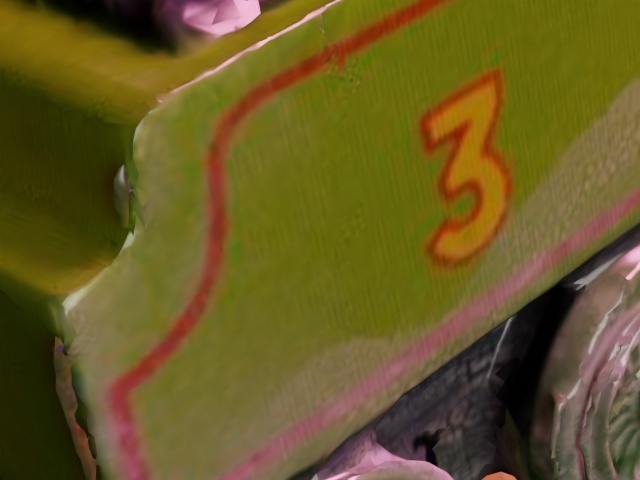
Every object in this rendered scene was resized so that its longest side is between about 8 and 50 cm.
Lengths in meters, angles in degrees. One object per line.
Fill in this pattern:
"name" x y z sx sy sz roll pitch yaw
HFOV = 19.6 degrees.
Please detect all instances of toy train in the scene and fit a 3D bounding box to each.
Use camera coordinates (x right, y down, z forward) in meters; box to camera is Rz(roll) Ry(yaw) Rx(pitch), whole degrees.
"toy train" 0.000 0.000 0.547 0.307 0.173 0.249 -33 130 -31
